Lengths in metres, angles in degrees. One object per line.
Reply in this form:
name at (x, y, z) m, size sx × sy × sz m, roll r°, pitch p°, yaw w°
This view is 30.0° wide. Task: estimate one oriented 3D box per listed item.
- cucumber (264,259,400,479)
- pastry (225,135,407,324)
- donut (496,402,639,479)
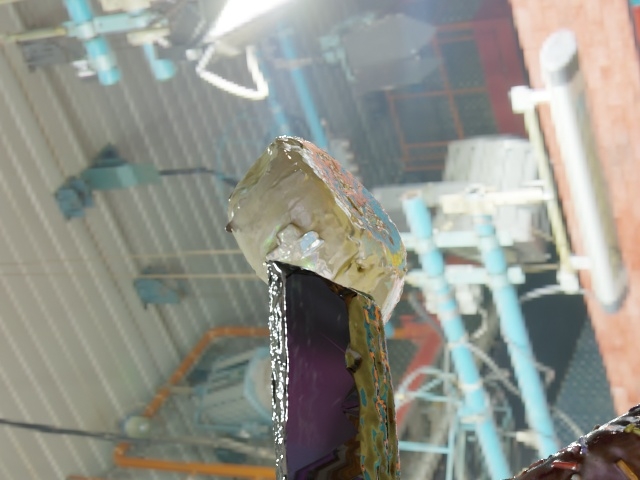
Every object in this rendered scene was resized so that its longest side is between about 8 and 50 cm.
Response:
cucumber at (0.005, 0.106, 0.631) m, size 0.046 × 0.070 × 0.220 m, roll 64°, pitch -159°, yaw -68°
pastry at (0.000, 0.000, 0.886) m, size 0.166 × 0.088 × 0.166 m, roll 44°, pitch -165°, yaw -15°
donut at (0.228, 0.202, 0.967) m, size 0.096 × 0.230 × 0.216 m, roll 62°, pitch -169°, yaw 17°
